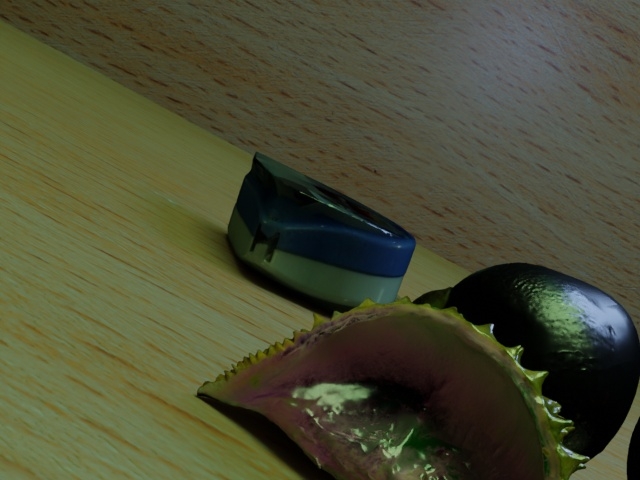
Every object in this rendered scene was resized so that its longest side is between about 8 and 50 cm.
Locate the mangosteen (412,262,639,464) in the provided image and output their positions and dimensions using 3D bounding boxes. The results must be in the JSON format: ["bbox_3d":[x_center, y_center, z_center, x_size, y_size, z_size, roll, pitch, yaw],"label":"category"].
[{"bbox_3d":[0.181,0.127,0.844,0.243,0.243,0.243,28,8,-4],"label":"mangosteen"}]

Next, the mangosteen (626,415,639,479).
[{"bbox_3d":[0.434,0.262,0.909,0.228,0.228,0.265,31,-26,20],"label":"mangosteen"}]

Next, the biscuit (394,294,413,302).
[{"bbox_3d":[0.222,0.163,1.318,0.325,0.044,0.217,24,8,-25],"label":"biscuit"}]

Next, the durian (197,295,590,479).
[{"bbox_3d":[0.079,0.133,0.639,0.260,0.186,0.153,46,20,23],"label":"durian"}]

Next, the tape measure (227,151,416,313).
[{"bbox_3d":[-0.002,0.000,1.228,0.262,0.138,0.259,24,10,-17],"label":"tape measure"}]
